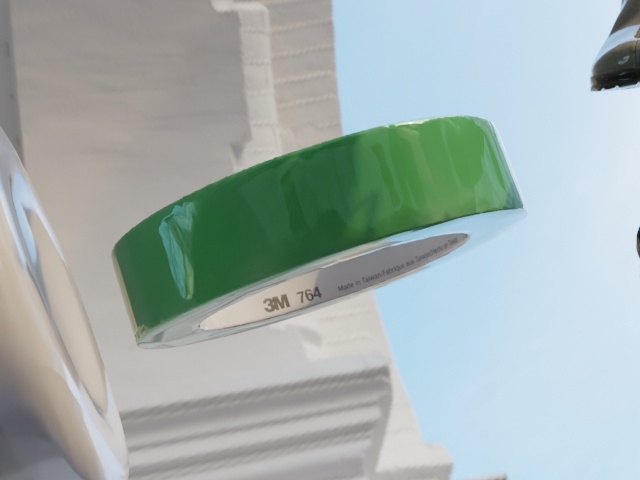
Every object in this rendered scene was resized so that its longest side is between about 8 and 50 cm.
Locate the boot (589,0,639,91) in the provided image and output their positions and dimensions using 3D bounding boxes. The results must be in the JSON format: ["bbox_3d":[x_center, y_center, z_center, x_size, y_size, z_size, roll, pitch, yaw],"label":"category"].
[{"bbox_3d":[0.248,-0.209,0.788,0.083,0.246,0.161,-4,-70,28],"label":"boot"}]

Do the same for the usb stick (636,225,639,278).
[{"bbox_3d":[0.177,0.087,0.266,0.045,0.278,0.077,-41,-45,10],"label":"usb stick"}]

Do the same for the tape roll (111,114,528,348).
[{"bbox_3d":[0.000,0.000,0.821,0.321,0.077,0.321,-18,-10,-3],"label":"tape roll"}]

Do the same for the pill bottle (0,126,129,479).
[{"bbox_3d":[-0.322,0.099,0.512,0.407,0.229,0.229,-21,-51,-8],"label":"pill bottle"}]
